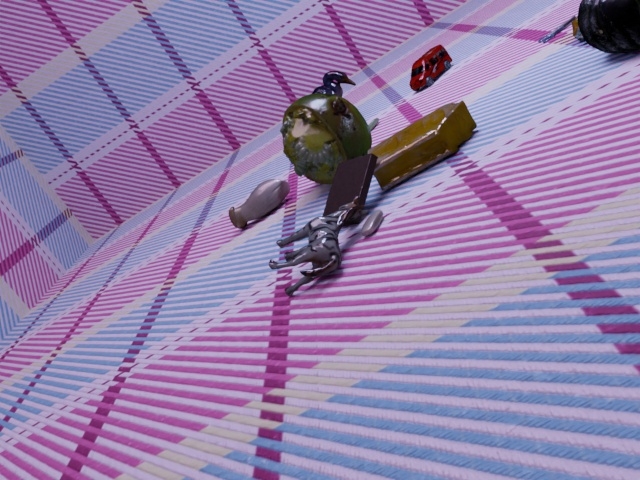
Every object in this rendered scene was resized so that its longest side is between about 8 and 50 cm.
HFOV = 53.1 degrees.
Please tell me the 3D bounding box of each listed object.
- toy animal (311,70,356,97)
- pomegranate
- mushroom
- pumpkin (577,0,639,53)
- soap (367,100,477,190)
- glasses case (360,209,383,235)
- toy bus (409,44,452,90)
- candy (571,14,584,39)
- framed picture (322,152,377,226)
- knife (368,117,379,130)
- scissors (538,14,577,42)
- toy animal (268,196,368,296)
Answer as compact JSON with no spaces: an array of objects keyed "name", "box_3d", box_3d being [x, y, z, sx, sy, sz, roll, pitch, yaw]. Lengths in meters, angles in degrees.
[{"name":"toy animal","box_3d":[0.033,-0.519,2.503,0.298,0.185,0.122,-44,12,41]},{"name":"pomegranate","box_3d":[0.007,-0.272,1.808,0.260,0.260,0.340,-42,-6,-24]},{"name":"mushroom","box_3d":[-0.187,-0.118,1.975,0.213,0.088,0.097,-39,7,6]},{"name":"pumpkin","box_3d":[0.652,-0.492,1.340,0.221,0.161,0.220,-33,12,8]},{"name":"soap","box_3d":[0.239,-0.228,1.507,0.258,0.080,0.160,-30,22,15]},{"name":"glasses case","box_3d":[0.107,-0.037,1.329,0.032,0.021,0.083,-29,17,37]},{"name":"toy bus","box_3d":[0.381,-0.609,2.265,0.195,0.089,0.081,-45,20,-30]},{"name":"candy","box_3d":[0.675,-0.546,1.642,0.053,0.046,0.182,-20,27,31]},{"name":"framed picture","box_3d":[0.064,-0.112,1.476,0.128,0.023,0.168,-8,60,54]},{"name":"knife","box_3d":[0.110,-0.325,2.111,0.043,0.019,0.293,-9,31,50]},{"name":"scissors","box_3d":[0.682,-0.605,1.837,0.119,0.014,0.058,-36,18,6]},{"name":"toy animal","box_3d":[-0.014,0.002,1.311,0.170,0.089,0.255,-17,32,32]}]
